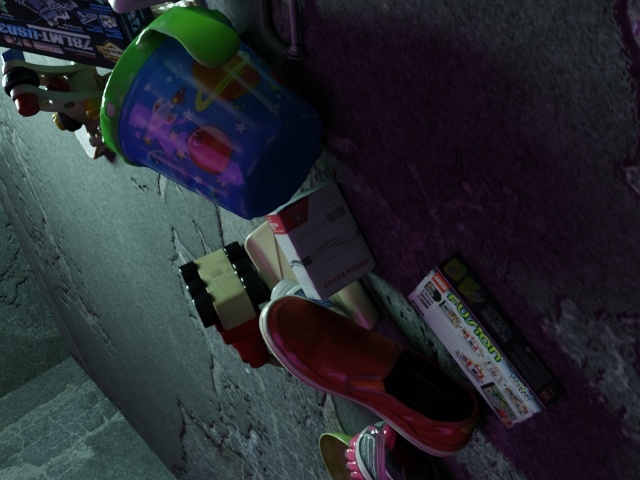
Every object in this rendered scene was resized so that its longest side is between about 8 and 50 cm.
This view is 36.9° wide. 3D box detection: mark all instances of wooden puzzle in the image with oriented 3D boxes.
[{"bbox_3d":[-0.015,0.055,1.487,0.221,0.044,0.239,58,152,0],"label":"wooden puzzle"}]

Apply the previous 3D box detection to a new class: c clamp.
[{"bbox_3d":[-0.044,-0.279,1.156,0.137,0.022,0.160,45,153,28],"label":"c clamp"}]

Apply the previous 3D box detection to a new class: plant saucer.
[{"bbox_3d":[0.086,0.447,1.761,0.241,0.037,0.241,43,152,30],"label":"plant saucer"}]

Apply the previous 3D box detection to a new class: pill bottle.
[{"bbox_3d":[-0.017,0.106,1.420,0.120,0.067,0.067,36,148,36],"label":"pill bottle"}]

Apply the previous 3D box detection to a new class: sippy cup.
[{"bbox_3d":[-0.125,-0.150,1.250,0.224,0.240,0.305,37,-167,20],"label":"sippy cup"}]

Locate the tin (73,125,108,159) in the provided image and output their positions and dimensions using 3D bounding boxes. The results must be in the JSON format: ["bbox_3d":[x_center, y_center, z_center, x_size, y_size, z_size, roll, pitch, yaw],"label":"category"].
[{"bbox_3d":[-0.498,-0.240,2.077,0.106,0.040,0.190,53,156,2],"label":"tin"}]

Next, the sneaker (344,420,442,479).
[{"bbox_3d":[0.160,0.415,1.485,0.299,0.121,0.112,51,135,4],"label":"sneaker"}]

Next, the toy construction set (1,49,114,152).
[{"bbox_3d":[-0.347,-0.241,1.603,0.309,0.257,0.237,43,174,22],"label":"toy construction set"}]

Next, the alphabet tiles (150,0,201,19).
[{"bbox_3d":[-0.213,-0.305,1.473,0.237,0.009,0.198,10,128,59],"label":"alphabet tiles"}]

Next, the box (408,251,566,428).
[{"bbox_3d":[0.196,0.123,1.154,0.207,0.036,0.114,54,156,11],"label":"box"}]

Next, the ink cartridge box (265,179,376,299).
[{"bbox_3d":[0.000,0.000,1.309,0.135,0.099,0.056,64,157,-11],"label":"ink cartridge box"}]

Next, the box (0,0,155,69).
[{"bbox_3d":[-0.397,-0.385,1.370,0.296,0.073,0.293,15,148,22],"label":"box"}]

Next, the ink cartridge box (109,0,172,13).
[{"bbox_3d":[-0.117,-0.363,0.959,0.117,0.201,0.278,66,157,8],"label":"ink cartridge box"}]

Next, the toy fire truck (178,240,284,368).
[{"bbox_3d":[-0.121,0.144,1.687,0.217,0.159,0.246,-131,19,-63],"label":"toy fire truck"}]

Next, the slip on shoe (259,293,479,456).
[{"bbox_3d":[0.070,0.168,1.291,0.331,0.123,0.101,33,141,4],"label":"slip on shoe"}]
